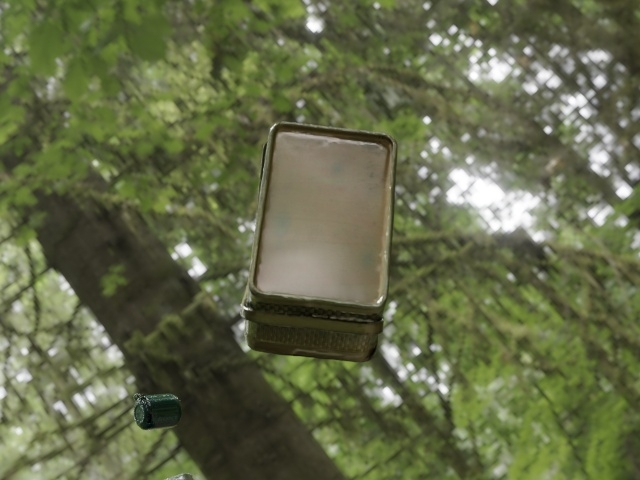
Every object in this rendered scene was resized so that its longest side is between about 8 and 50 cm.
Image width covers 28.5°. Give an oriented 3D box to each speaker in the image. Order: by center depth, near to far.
[{"bbox_3d":[-0.290,0.287,2.192,0.075,0.094,0.060,0,-54,-39],"label":"speaker"}]

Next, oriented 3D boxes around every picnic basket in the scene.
[{"bbox_3d":[0.000,0.000,1.479,0.165,0.266,0.139,6,-31,-1],"label":"picnic basket"}]

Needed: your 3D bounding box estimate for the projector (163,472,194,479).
[{"bbox_3d":[-0.324,0.510,2.133,0.257,0.079,0.259,-18,-32,-14],"label":"projector"}]
